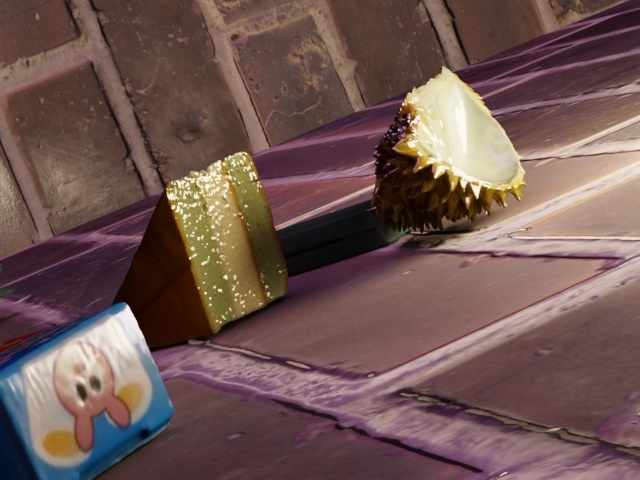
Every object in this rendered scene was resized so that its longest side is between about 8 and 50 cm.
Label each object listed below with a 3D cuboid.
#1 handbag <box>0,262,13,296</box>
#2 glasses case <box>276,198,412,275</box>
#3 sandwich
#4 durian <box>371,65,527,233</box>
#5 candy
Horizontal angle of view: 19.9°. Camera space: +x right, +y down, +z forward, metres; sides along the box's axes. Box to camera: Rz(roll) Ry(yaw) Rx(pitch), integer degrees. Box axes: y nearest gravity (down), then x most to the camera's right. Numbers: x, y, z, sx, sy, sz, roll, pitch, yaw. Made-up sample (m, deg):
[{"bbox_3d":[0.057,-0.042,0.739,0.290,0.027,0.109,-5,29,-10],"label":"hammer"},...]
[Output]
[{"bbox_3d":[-0.585,0.125,2.444,0.274,0.100,0.269,-17,4,30],"label":"handbag"},{"bbox_3d":[0.000,0.000,1.804,0.184,0.039,0.078,-18,7,28],"label":"glasses case"},{"bbox_3d":[-0.136,0.015,1.672,0.187,0.144,0.117,-14,7,45],"label":"sandwich"},{"bbox_3d":[0.105,-0.078,1.685,0.144,0.139,0.252,-23,5,31],"label":"durian"},{"bbox_3d":[-0.269,0.141,1.269,0.306,0.100,0.157,-16,8,34],"label":"candy"}]
